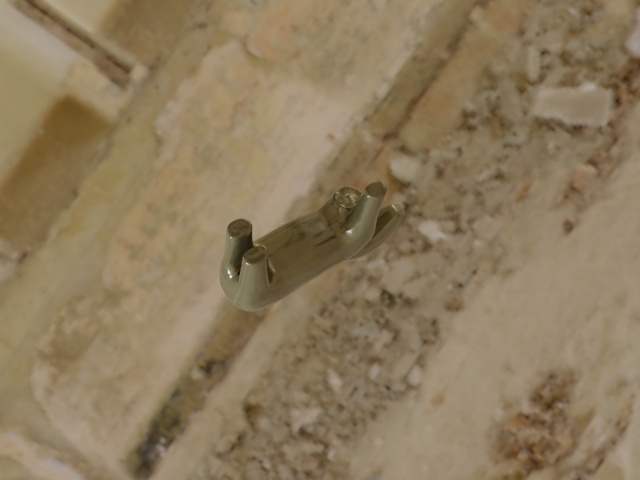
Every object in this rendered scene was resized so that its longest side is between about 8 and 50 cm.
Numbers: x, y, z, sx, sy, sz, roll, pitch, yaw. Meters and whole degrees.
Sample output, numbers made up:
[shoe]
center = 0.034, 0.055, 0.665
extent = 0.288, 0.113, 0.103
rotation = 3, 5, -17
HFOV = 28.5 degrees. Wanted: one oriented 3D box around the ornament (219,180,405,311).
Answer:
[ornament]
center = 0.000, 0.000, 1.307
extent = 0.230, 0.061, 0.245
rotation = -29, -14, -16
